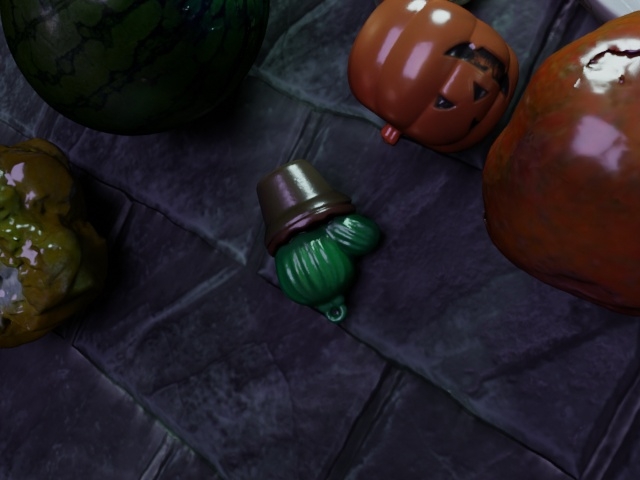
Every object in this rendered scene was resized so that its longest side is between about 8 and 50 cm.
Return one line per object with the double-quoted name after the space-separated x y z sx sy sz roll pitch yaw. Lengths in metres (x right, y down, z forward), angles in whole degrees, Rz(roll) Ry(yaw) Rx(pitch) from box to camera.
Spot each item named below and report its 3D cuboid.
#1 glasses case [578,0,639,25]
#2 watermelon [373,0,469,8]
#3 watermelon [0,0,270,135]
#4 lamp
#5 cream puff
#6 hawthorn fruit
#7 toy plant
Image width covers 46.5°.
0.298 -0.275 0.800 0.049 0.074 0.193 -38 66 19 "glasses case"
0.101 -0.379 0.918 0.146 0.128 0.231 -24 81 65 "watermelon"
-0.235 -0.307 0.968 0.363 0.363 0.364 -6 78 29 "watermelon"
0.117 -0.178 0.825 0.187 0.187 0.164 38 102 29 "lamp"
-0.458 0.001 1.117 0.323 0.270 0.274 -21 37 24 "cream puff"
0.311 -0.043 0.660 0.307 0.276 0.276 39 101 14 "hawthorn fruit"
0.000 0.000 0.913 0.142 0.105 0.200 -29 86 8 "toy plant"
